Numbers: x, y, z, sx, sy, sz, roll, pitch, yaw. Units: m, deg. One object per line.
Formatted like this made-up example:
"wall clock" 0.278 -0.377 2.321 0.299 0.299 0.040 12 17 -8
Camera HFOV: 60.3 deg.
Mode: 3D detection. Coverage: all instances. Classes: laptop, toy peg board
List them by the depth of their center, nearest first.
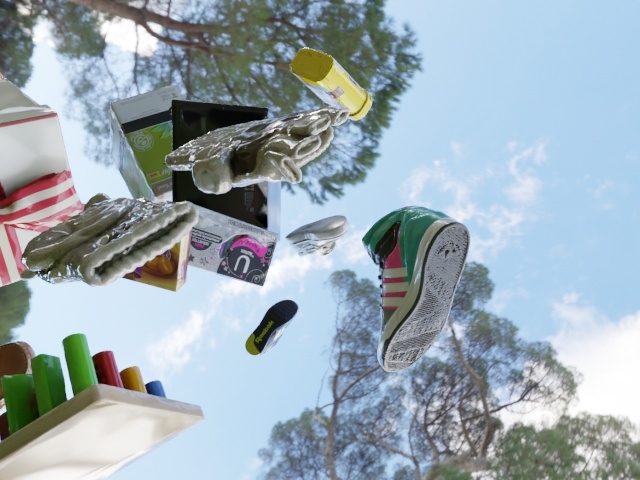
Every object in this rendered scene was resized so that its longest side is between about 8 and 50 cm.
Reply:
"toy peg board" -0.223 0.161 0.507 0.161 0.160 0.079 -32 -119 6
"laptop" -0.245 -0.174 1.564 0.236 0.408 0.382 8 -81 60

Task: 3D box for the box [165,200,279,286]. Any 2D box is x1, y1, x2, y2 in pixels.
"box" -0.255 0.010 1.331 0.163 0.247 0.142 9 -98 54

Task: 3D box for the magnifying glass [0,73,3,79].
"magnifying glass" -0.602 -0.268 1.066 0.092 0.231 0.026 -26 -141 -11

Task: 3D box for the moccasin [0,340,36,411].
"moccasin" -0.734 0.298 1.042 0.380 0.147 0.139 -20 -107 -9

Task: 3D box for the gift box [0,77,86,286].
"gift box" -0.473 -0.059 0.772 0.258 0.255 0.276 31 -43 40

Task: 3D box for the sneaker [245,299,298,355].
"sneaker" -0.101 0.185 1.165 0.053 0.059 0.144 38 -106 21

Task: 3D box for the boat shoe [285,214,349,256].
"boat shoe" 0.000 0.000 1.469 0.267 0.096 0.088 -14 -70 54

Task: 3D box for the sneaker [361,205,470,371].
"sneaker" 0.135 0.065 0.960 0.178 0.124 0.295 49 -52 52

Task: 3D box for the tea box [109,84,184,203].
"tea box" -0.505 -0.252 1.763 0.323 0.220 0.329 61 -26 6

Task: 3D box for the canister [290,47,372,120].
"canister" 0.024 -0.349 1.231 0.126 0.170 0.073 34 -87 38

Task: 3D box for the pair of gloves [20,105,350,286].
"pair of gloves" -0.101 -0.036 0.419 0.204 0.240 0.042 1 -57 47

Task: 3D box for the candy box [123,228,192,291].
"candy box" -0.324 0.011 0.960 0.187 0.053 0.109 14 -68 4
